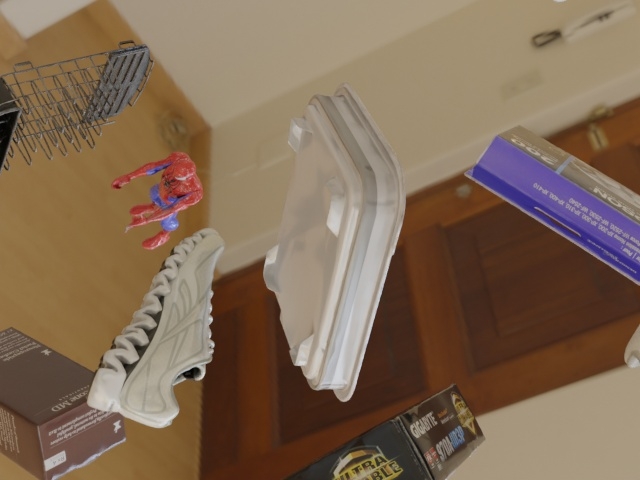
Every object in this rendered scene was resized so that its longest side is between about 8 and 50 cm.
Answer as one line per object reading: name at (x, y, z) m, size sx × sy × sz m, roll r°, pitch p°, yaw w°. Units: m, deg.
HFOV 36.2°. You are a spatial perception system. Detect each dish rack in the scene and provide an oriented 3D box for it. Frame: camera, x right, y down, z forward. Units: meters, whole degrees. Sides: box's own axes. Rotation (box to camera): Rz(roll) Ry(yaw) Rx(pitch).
dish rack at (-0.351, -0.175, 1.337) m, size 0.271 × 0.208 × 0.074 m, roll -22°, pitch 77°, yaw -34°
dish rack at (0.000, 0.000, 1.200) m, size 0.285 × 0.072 × 0.333 m, roll -115°, pitch -149°, yaw -52°

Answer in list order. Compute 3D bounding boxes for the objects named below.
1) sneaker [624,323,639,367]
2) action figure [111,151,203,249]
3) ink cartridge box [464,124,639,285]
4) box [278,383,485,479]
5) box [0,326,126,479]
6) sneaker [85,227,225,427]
sneaker at (0.294, 0.098, 0.616) m, size 0.297 × 0.129 × 0.111 m, roll 40°, pitch 6°, yaw -24°
action figure at (-0.258, -0.051, 1.439) m, size 0.139 × 0.280 × 0.092 m, roll -20°, pitch 81°, yaw -28°
ink cartridge box at (0.266, -0.046, 1.024) m, size 0.206 × 0.045 × 0.208 m, roll 33°, pitch 22°, yaw 11°
box at (-0.005, 0.179, 0.666) m, size 0.051 × 0.220 × 0.175 m, roll 61°, pitch 16°, yaw 11°
box at (-0.580, 0.316, 1.938) m, size 0.191 × 0.381 × 0.143 m, roll -25°, pitch 124°, yaw -44°
sneaker at (-0.182, 0.110, 1.249) m, size 0.118 × 0.110 × 0.292 m, roll 27°, pitch 54°, yaw -1°
